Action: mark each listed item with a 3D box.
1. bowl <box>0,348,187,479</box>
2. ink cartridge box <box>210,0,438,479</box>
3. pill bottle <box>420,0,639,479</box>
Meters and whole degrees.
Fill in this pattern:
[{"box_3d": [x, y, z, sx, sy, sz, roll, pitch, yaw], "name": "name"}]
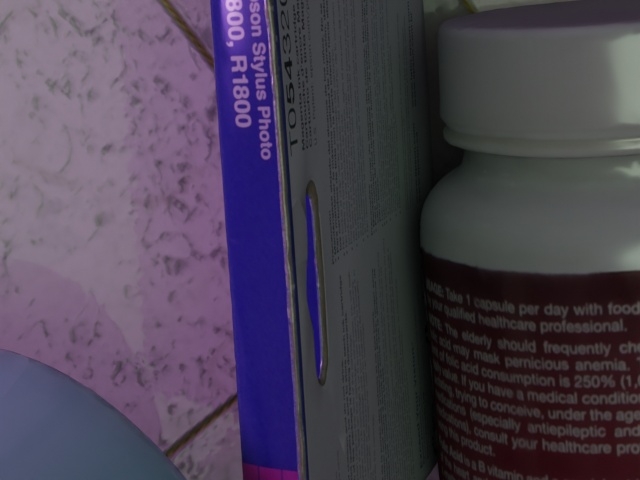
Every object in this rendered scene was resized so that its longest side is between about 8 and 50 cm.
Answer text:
[{"box_3d": [-0.185, 0.225, 0.781, 0.163, 0.311, 0.311, -31, 107, -47], "name": "bowl"}, {"box_3d": [0.000, 0.000, 0.809, 0.071, 0.330, 0.324, -1, 99, 16], "name": "ink cartridge box"}, {"box_3d": [0.174, 0.064, 0.882, 0.224, 0.224, 0.392, -8, 103, -12], "name": "pill bottle"}]
